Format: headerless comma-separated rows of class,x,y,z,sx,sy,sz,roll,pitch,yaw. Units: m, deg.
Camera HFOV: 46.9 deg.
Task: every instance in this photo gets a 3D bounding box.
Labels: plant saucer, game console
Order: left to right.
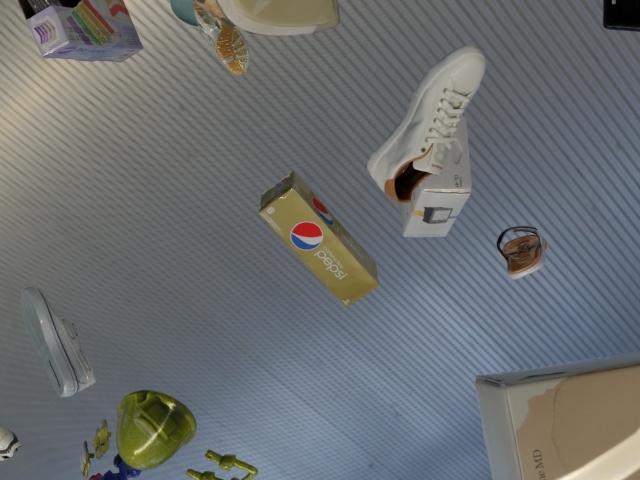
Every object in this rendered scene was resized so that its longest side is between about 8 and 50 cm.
plant saucer,-0.286,-0.607,1.891,0.195,0.194,0.037,8,152,4
game console,0.490,-0.350,1.152,0.107,0.122,0.071,7,150,10

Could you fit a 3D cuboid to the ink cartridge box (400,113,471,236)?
ink cartridge box,0.288,-0.162,1.909,0.131,0.226,0.306,-1,159,-2

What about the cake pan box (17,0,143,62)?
cake pan box,-0.447,-0.445,1.307,0.070,0.267,0.245,-22,94,19

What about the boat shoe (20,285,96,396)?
boat shoe,-0.502,0.189,1.412,0.083,0.076,0.226,-34,76,43

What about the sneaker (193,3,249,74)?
sneaker,-0.098,-0.205,0.744,0.032,0.037,0.083,-30,96,-11

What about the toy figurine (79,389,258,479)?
toy figurine,-0.254,0.345,0.865,0.191,0.217,0.362,43,138,-2

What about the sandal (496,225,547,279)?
sandal,0.418,0.007,1.538,0.102,0.265,0.076,-25,96,15

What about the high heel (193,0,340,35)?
high heel,-0.108,-0.227,0.501,0.261,0.186,0.093,18,105,-50

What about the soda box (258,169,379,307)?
soda box,0.000,0.000,0.957,0.058,0.061,0.181,-36,112,17

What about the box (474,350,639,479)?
box,0.334,0.191,0.764,0.311,0.121,0.147,-9,84,-4

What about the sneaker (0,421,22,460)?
sneaker,-0.369,0.234,0.834,0.044,0.040,0.109,41,146,-12

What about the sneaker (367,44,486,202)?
sneaker,0.200,-0.183,1.242,0.106,0.123,0.290,9,127,-36
